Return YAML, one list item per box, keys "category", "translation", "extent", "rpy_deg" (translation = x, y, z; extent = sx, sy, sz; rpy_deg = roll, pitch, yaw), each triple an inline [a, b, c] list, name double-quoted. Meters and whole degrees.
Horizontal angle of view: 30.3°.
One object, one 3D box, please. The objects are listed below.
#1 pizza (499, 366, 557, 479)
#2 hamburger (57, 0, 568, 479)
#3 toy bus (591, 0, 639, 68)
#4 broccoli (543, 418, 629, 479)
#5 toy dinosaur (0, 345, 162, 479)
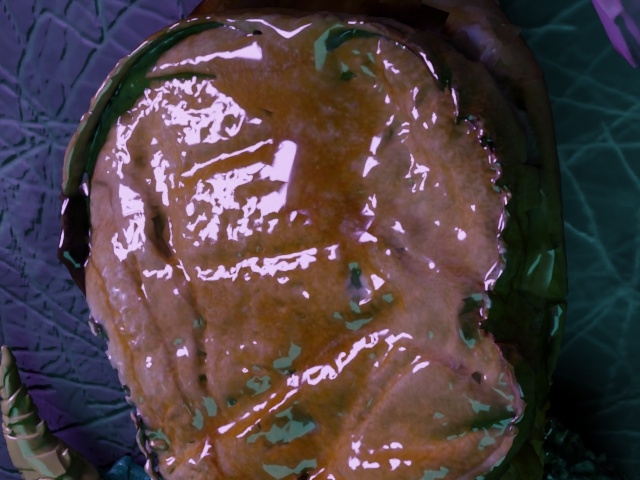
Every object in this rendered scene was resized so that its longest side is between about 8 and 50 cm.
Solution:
- category: "pizza"
  translation: [0.016, 0.131, 0.680]
  extent: [0.251, 0.288, 0.074]
  rpy_deg: [-7, 162, 37]
- category: "hamburger"
  translation: [-0.002, 0.001, 0.596]
  extent: [0.265, 0.134, 0.285]
  rpy_deg: [-4, 88, 25]
- category: "toy bus"
  translation: [0.279, -0.189, 0.462]
  extent: [0.386, 0.171, 0.162]
  rpy_deg: [-9, 128, 17]
- category: "broccoli"
  translation: [0.146, 0.203, 0.729]
  extent: [0.219, 0.194, 0.194]
  rpy_deg: [2, 126, 46]
- category: "toy dinosaur"
  translation: [-0.172, 0.192, 0.835]
  extent: [0.153, 0.094, 0.259]
  rpy_deg: [2, 112, 7]
